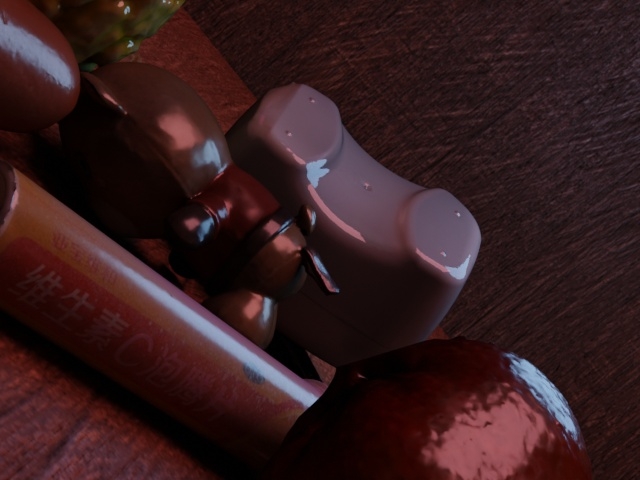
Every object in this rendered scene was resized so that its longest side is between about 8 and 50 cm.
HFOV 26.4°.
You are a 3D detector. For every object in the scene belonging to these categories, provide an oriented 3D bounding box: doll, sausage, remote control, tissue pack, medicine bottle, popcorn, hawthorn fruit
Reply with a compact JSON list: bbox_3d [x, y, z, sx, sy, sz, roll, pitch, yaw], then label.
[{"bbox_3d":[-0.128,-0.041,1.368,0.330,0.174,0.235,49,0,0],"label":"doll"},{"bbox_3d":[-0.326,-0.189,1.158,0.121,0.121,0.304,56,9,28],"label":"sausage"},{"bbox_3d":[-0.034,0.136,1.638,0.059,0.028,0.212,47,9,-47],"label":"remote control"},{"bbox_3d":[0.000,0.000,1.617,0.333,0.236,0.229,37,30,-4],"label":"tissue pack"},{"bbox_3d":[-0.137,0.082,1.101,0.426,0.108,0.108,40,14,-44],"label":"medicine bottle"},{"bbox_3d":[-0.267,-0.309,1.398,0.293,0.237,0.293,36,16,-12],"label":"popcorn"},{"bbox_3d":[0.083,0.232,1.070,0.295,0.295,0.311,29,52,-68],"label":"hawthorn fruit"}]

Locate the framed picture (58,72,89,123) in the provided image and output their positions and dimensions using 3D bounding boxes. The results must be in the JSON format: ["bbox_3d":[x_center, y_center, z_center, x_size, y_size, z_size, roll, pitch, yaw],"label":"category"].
[{"bbox_3d":[-0.346,-0.257,1.572,0.324,0.020,0.240,62,13,28],"label":"framed picture"}]

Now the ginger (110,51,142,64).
[{"bbox_3d":[-0.227,-0.180,1.835,0.288,0.075,0.089,53,3,39],"label":"ginger"}]
